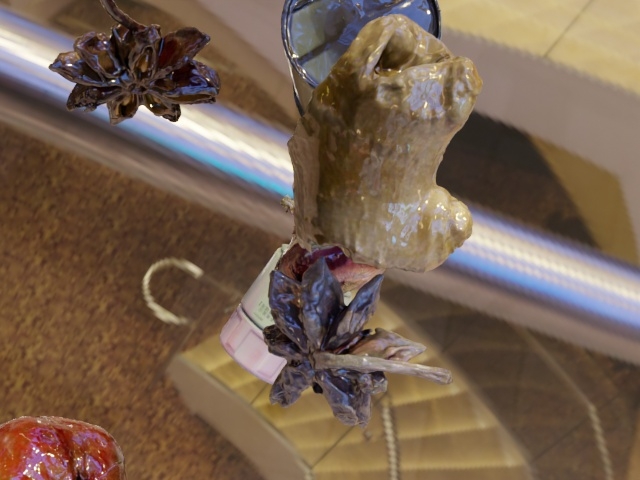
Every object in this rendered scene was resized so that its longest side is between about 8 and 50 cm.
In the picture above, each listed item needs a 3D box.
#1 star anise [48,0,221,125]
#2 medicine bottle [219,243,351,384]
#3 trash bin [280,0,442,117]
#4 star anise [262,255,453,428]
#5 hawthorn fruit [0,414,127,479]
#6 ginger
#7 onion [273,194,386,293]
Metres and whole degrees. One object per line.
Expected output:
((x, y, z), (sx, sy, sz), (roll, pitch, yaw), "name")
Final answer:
((-0.169, -0.181, 1.302), (0.177, 0.234, 0.073), (9, 69, -24), "star anise")
((-0.051, 0.107, 1.881), (0.135, 0.168, 0.135), (36, 9, -7), "medicine bottle")
((0.061, -0.259, 1.864), (0.217, 0.262, 0.277), (-42, 78, -6), "trash bin")
((0.022, 0.119, 1.430), (0.089, 0.231, 0.209), (-40, 110, -45), "star anise")
((-0.291, 0.266, 1.310), (0.185, 0.202, 0.185), (20, 62, -43), "hawthorn fruit")
((0.072, -0.084, 1.322), (0.221, 0.276, 0.130), (48, 35, 11), "ginger")
((0.000, 0.000, 1.548), (0.150, 0.150, 0.140), (-13, 70, -35), "onion")
